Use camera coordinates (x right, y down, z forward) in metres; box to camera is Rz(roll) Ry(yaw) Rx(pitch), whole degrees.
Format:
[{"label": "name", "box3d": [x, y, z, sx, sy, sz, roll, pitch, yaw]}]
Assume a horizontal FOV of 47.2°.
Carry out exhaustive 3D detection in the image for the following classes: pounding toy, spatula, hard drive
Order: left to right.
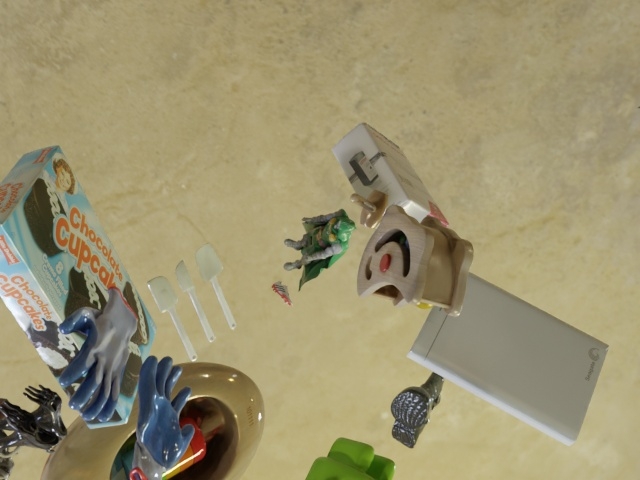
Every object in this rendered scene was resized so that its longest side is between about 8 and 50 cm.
[{"label": "spatula", "box3d": [-0.268, 0.140, 1.619, 0.168, 0.019, 0.242, -38, 127, -29]}, {"label": "pounding toy", "box3d": [0.094, 0.026, 1.077, 0.155, 0.269, 0.154, 16, 103, -19]}, {"label": "hard drive", "box3d": [0.382, 0.224, 1.480, 0.233, 0.353, 0.047, -56, 170, -30]}]

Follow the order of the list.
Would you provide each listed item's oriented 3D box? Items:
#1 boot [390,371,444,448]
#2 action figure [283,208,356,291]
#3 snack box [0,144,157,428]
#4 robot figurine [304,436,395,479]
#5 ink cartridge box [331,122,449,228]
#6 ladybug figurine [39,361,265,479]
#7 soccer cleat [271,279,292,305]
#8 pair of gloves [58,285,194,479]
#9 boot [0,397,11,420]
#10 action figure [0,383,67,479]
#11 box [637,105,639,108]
[{"label": "boot", "box3d": [0.232, 0.358, 1.679, 0.161, 0.083, 0.246, -50, 158, -32]}, {"label": "action figure", "box3d": [0.000, 0.000, 1.299, 0.063, 0.232, 0.137, 6, 72, -25]}, {"label": "snack box", "box3d": [-0.316, 0.062, 0.940, 0.060, 0.187, 0.322, -12, 124, 10]}, {"label": "robot figurine", "box3d": [0.011, 0.202, 0.524, 0.101, 0.067, 0.115, 41, 66, -29]}, {"label": "ink cartridge box", "box3d": [0.133, -0.106, 1.421, 0.092, 0.218, 0.158, -39, 144, 20]}, {"label": "ladybug figurine", "box3d": [-0.307, 0.375, 1.316, 0.449, 0.162, 0.305, -20, 109, -38]}, {"label": "soccer cleat", "box3d": [-0.093, 0.135, 1.899, 0.035, 0.083, 0.029, -38, 145, -12]}, {"label": "pair of gloves", "box3d": [-0.168, 0.132, 0.662, 0.023, 0.159, 0.198, -20, 117, 10]}, {"label": "boot", "box3d": [-0.705, 0.364, 1.517, 0.106, 0.037, 0.114, 35, 75, -6]}, {"label": "action figure", "box3d": [-0.464, 0.294, 0.957, 0.275, 0.164, 0.141, -40, 99, 10]}, {"label": "box", "box3d": [0.407, -0.116, 0.716, 0.105, 0.179, 0.043, -29, 125, 2]}]
